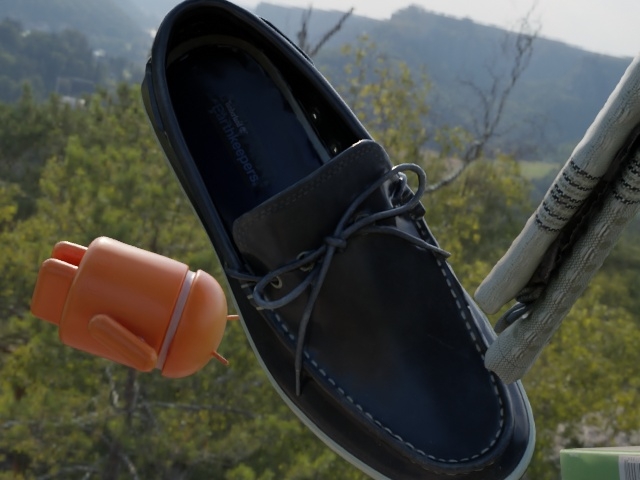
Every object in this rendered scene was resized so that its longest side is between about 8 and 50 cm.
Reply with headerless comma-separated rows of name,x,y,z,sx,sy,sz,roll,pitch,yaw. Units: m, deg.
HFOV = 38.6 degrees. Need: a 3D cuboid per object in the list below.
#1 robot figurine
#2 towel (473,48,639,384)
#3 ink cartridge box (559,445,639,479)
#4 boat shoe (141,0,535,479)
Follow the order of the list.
robot figurine,-0.198,0.076,0.995,0.220,0.128,0.158,19,-13,-7
towel,0.221,-0.086,0.601,0.056,0.324,0.312,33,35,15
ink cartridge box,0.329,0.177,0.701,0.235,0.056,0.171,0,-12,-12
boat shoe,0.000,0.000,0.763,0.500,0.187,0.156,57,-12,15
